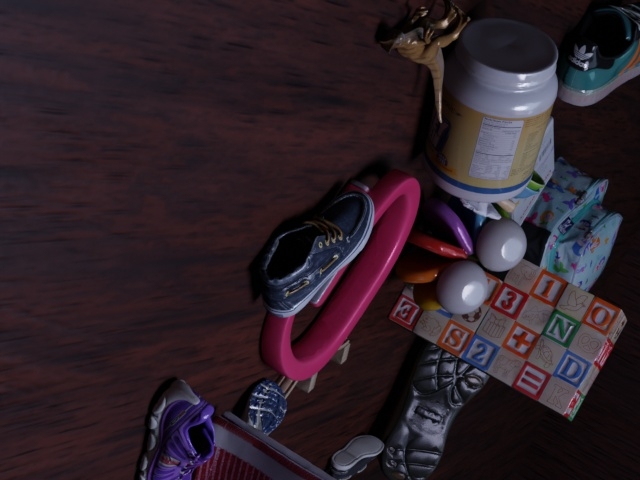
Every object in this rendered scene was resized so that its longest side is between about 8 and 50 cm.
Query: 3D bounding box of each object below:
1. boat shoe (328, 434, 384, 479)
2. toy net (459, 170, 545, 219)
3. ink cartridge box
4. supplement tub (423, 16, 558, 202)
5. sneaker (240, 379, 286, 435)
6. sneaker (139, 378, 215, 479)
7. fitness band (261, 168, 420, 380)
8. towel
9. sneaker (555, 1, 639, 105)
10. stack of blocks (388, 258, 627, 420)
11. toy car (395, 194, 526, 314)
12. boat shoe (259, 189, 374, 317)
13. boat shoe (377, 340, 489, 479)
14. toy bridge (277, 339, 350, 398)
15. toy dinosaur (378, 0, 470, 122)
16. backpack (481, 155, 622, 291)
[{"bbox_3d":[0.055,0.341,2.130,0.125,0.046,0.038,-25,139,-55],"label":"boat shoe"},{"bbox_3d":[0.226,-0.089,1.846,0.045,0.122,0.232,-50,170,21],"label":"toy net"},{"bbox_3d":[0.294,-0.111,2.072,0.127,0.072,0.175,-56,160,-15],"label":"ink cartridge box"},{"bbox_3d":[0.213,-0.162,1.702,0.144,0.144,0.200,-43,153,-42],"label":"supplement tub"},{"bbox_3d":[-0.086,0.226,1.637,0.058,0.052,0.135,-29,-150,46],"label":"sneaker"},{"bbox_3d":[-0.147,0.226,1.448,0.068,0.071,0.170,-43,154,-41],"label":"sneaker"},{"bbox_3d":[0.026,0.038,1.659,0.291,0.054,0.209,-55,162,-16],"label":"fitness band"},{"bbox_3d":[-0.082,0.388,1.576,0.037,0.237,0.329,-21,136,-60],"label":"towel"},{"bbox_3d":[0.482,-0.329,2.192,0.302,0.108,0.121,-41,156,-41],"label":"sneaker"},{"bbox_3d":[0.271,0.114,1.985,0.171,0.297,0.087,-61,158,-3],"label":"stack of blocks"},{"bbox_3d":[0.177,0.003,1.870,0.182,0.159,0.136,-47,118,-9],"label":"toy car"},{"bbox_3d":[0.000,0.000,1.512,0.183,0.065,0.083,-51,159,-23],"label":"boat shoe"},{"bbox_3d":[0.181,0.240,2.235,0.324,0.122,0.120,-59,-169,1],"label":"boat shoe"},{"bbox_3d":[-0.015,0.165,1.754,0.188,0.026,0.063,-38,149,-48],"label":"toy bridge"},{"bbox_3d":[0.120,-0.221,1.548,0.112,0.064,0.211,-46,153,10],"label":"toy dinosaur"},{"bbox_3d":[0.401,-0.010,2.327,0.253,0.191,0.225,-52,158,-39],"label":"backpack"}]
